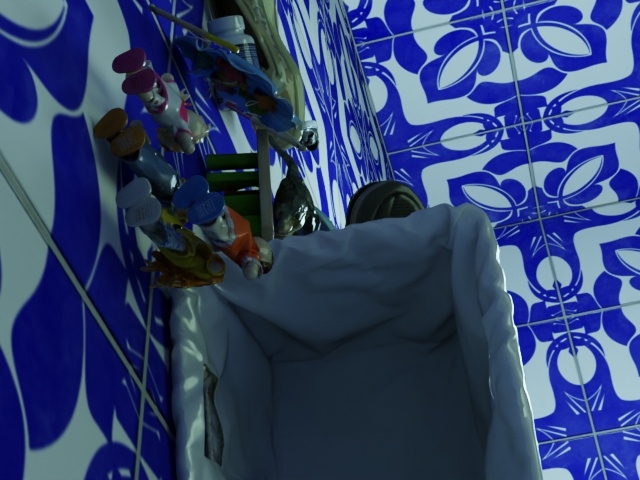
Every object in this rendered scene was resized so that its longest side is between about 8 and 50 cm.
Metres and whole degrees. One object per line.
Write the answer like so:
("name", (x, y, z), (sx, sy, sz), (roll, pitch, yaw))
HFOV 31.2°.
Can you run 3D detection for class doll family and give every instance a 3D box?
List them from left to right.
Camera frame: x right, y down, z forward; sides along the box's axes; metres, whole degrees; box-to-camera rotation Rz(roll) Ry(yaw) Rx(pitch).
("doll family", (-0.143, -0.044, 1.072), (0.263, 0.118, 0.163), (62, 6, 31))

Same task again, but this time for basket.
("basket", (0.044, 0.182, 1.158), (0.266, 0.331, 0.328), (65, 16, -62))

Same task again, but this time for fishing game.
("fishing game", (-0.103, -0.180, 1.375), (0.041, 0.189, 0.264), (-56, 158, -8))

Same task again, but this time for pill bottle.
("pill bottle", (-0.117, -0.240, 1.552), (0.067, 0.067, 0.120), (-25, 103, -81))

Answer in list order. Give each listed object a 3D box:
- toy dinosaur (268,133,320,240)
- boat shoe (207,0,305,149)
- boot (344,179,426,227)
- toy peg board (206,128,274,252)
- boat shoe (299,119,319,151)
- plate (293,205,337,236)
("toy dinosaur", (-0.035, -0.040, 1.470), (0.268, 0.064, 0.118), (-107, -172, -65))
("boat shoe", (-0.103, -0.263, 1.632), (0.089, 0.104, 0.285), (-16, 88, -49))
("boot", (0.049, 0.069, 1.562), (0.284, 0.138, 0.377), (30, -38, 54))
("toy peg board", (-0.099, -0.025, 1.417), (0.160, 0.079, 0.161), (92, -5, -50))
("boat shoe", (-0.023, -0.197, 2.159), (0.142, 0.049, 0.040), (27, 51, -82))
("plate", (0.000, 0.000, 1.779), (0.188, 0.024, 0.188), (46, -22, 24))
